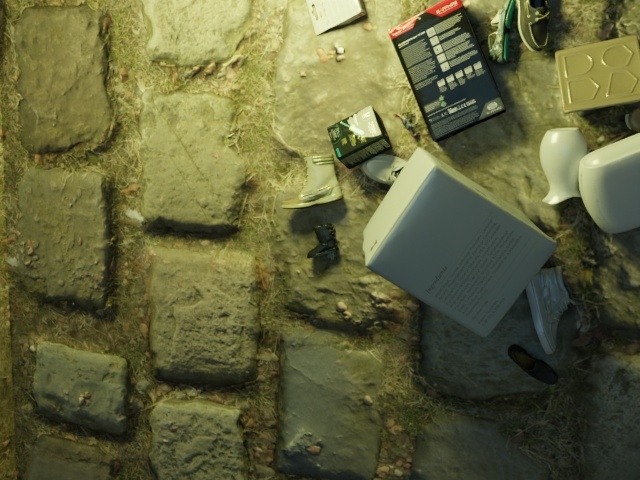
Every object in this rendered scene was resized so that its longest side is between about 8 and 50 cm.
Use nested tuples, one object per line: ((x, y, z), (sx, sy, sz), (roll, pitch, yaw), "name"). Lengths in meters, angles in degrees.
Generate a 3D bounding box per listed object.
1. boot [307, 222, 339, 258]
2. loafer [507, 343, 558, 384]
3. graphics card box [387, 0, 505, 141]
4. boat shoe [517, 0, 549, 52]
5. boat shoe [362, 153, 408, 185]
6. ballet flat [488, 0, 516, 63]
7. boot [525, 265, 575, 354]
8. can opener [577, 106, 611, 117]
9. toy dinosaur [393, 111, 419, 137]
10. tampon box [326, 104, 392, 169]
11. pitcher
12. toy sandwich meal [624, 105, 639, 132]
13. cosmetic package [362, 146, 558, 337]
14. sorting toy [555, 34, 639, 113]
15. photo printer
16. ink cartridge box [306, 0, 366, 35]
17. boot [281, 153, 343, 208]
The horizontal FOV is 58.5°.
((0.000, 0.000, 1.928), (0.121, 0.045, 0.099), (-17, 93, 12), "boot")
((0.651, 0.390, 1.753), (0.170, 0.061, 0.062), (33, 104, 11), "loafer")
((0.381, -0.510, 1.721), (0.233, 0.094, 0.371), (-23, 88, 18), "graphics card box")
((0.612, -0.655, 1.629), (0.081, 0.069, 0.228), (-13, 92, -16), "boat shoe")
((0.253, -0.205, 1.799), (0.267, 0.088, 0.096), (24, 103, 14), "boat shoe")
((0.528, -0.619, 1.680), (0.070, 0.070, 0.188), (9, 96, 17), "ballet flat")
((0.696, 0.206, 1.698), (0.123, 0.095, 0.258), (-16, 90, 26), "boot")
((0.856, -0.443, 1.600), (0.283, 0.076, 0.095), (-19, 58, 19), "can opener")
((0.282, -0.366, 1.809), (0.090, 0.047, 0.082), (7, 110, 50), "toy dinosaur")
((0.125, -0.323, 1.804), (0.161, 0.101, 0.120), (-24, 66, 19), "tampon box")
((0.724, -0.219, 1.641), (0.178, 0.125, 0.207), (-8, 105, -2), "pitcher")
((0.904, -0.340, 1.607), (0.085, 0.029, 0.085), (1, 94, 14), "toy sandwich meal")
((0.367, -0.006, 1.610), (0.394, 0.329, 0.327), (31, 106, -7), "cosmetic package")
((0.819, -0.461, 1.564), (0.307, 0.041, 0.229), (-6, 64, 21), "sorting toy")
((0.872, -0.165, 1.550), (0.307, 0.107, 0.256), (-22, 118, 18), "photo printer")
((0.047, -0.762, 1.839), (0.179, 0.045, 0.145), (-15, 92, 37), "ink cartridge box")
((-0.041, -0.194, 1.903), (0.213, 0.077, 0.165), (-12, 93, 14), "boot")
